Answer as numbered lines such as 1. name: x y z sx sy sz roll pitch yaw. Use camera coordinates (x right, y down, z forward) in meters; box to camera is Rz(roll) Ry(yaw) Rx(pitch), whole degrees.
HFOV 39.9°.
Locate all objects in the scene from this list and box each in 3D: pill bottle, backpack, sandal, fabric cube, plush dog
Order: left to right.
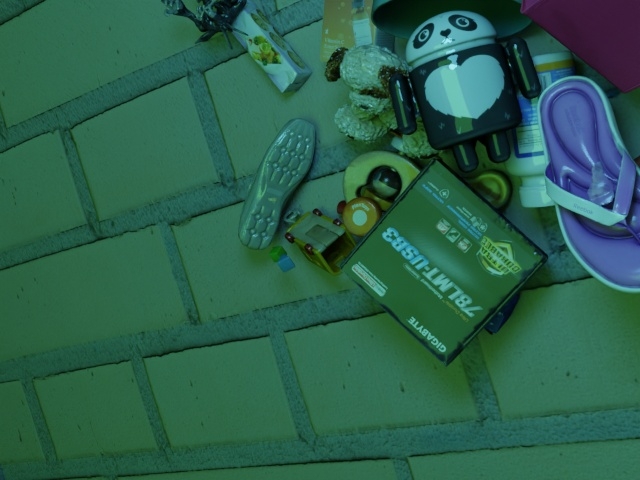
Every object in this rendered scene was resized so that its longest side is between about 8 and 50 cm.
1. plush dog: 0.131 -0.298 1.710 0.262 0.225 0.211 23 85 38
2. backpack: 0.336 0.111 1.793 0.120 0.098 0.101 31 120 19
3. pill bottle: 0.411 -0.204 1.637 0.152 0.152 0.272 -5 100 33
4. sandal: 0.435 -0.099 1.419 0.169 0.102 0.416 -31 56 23
5. fabric cube: 0.493 -0.440 1.380 0.254 0.258 0.259 -30 41 45

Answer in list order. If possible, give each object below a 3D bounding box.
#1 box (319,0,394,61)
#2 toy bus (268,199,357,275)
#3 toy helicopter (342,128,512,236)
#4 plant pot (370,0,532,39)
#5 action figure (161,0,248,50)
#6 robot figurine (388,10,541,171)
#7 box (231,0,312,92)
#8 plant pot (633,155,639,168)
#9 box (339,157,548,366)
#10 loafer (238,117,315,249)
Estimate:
1. box: 0.080 -0.449 1.823 0.130 0.091 0.171 13 109 29
2. toy bus: 0.001 0.006 1.974 0.191 0.202 0.104 -17 123 27
3. toy helicopter: 0.216 -0.124 1.819 0.355 0.140 0.235 2 94 21
4. plant pot: 0.241 -0.514 1.598 0.293 0.293 0.235 0 86 32
5. action figure: -0.272 -0.542 1.919 0.164 0.141 0.276 -40 78 20
6. robot figurine: 0.251 -0.261 1.541 0.173 0.209 0.278 -13 93 59
7. box: -0.149 -0.469 1.979 0.324 0.067 0.063 52 122 12
8. plant pot: 0.618 -0.061 1.490 0.265 0.272 0.272 -41 79 25
9. box: 0.238 0.042 1.728 0.295 0.073 0.293 44 103 9
10. loafer: -0.108 -0.134 2.009 0.319 0.112 0.111 -63 23 11
